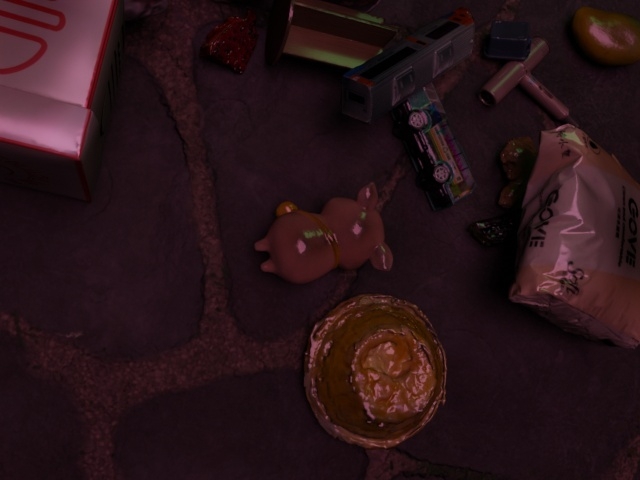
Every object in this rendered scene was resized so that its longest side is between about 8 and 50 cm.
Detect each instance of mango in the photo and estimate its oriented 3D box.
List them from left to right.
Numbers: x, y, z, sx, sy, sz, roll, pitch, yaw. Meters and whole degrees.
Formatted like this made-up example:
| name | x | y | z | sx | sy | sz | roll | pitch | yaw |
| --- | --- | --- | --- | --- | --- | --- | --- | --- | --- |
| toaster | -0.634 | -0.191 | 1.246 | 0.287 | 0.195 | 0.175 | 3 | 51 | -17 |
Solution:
| name | x | y | z | sx | sy | sz | roll | pitch | yaw |
| --- | --- | --- | --- | --- | --- | --- | --- | --- | --- |
| mango | 0.664 | -0.464 | 1.476 | 0.191 | 0.085 | 0.122 | 8 | 93 | -5 |

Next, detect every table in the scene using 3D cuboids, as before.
| name | x | y | z | sx | sy | sz | roll | pitch | yaw |
| --- | --- | --- | --- | --- | --- | --- | --- | --- | --- |
| table | 0.023 | -0.401 | 1.247 | 0.226 | 0.167 | 0.167 | 8 | 83 | -19 |

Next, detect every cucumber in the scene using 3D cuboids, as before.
| name | x | y | z | sx | sy | sz | roll | pitch | yaw |
| --- | --- | --- | --- | --- | --- | --- | --- | --- | --- |
| cucumber | 0.435 | -0.042 | 1.376 | 0.245 | 0.067 | 0.067 | -17 | 90 | -18 |

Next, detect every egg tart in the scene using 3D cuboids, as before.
| name | x | y | z | sx | sy | sz | roll | pitch | yaw |
| --- | --- | --- | --- | --- | --- | --- | --- | --- | --- |
| egg tart | 0.117 | 0.252 | 1.228 | 0.315 | 0.120 | 0.315 | 2 | 83 | -16 |

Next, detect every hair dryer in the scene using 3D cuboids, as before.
| name | x | y | z | sx | sy | sz | roll | pitch | yaw |
| --- | --- | --- | --- | --- | --- | --- | --- | --- | --- |
| hair dryer | 0.477 | -0.308 | 1.428 | 0.195 | 0.053 | 0.220 | -43 | 103 | -14 |

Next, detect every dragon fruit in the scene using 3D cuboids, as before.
| name | x | y | z | sx | sy | sz | roll | pitch | yaw |
| --- | --- | --- | --- | --- | --- | --- | --- | --- | --- |
| dragon fruit | -0.180 | -0.399 | 1.249 | 0.097 | 0.063 | 0.131 | 30 | 79 | -47 |

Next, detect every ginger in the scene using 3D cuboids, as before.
| name | x | y | z | sx | sy | sz | roll | pitch | yaw |
| --- | --- | --- | --- | --- | --- | --- | --- | --- | --- |
| ginger | 0.418 | -0.154 | 1.378 | 0.096 | 0.067 | 0.165 | 30 | 76 | -33 |

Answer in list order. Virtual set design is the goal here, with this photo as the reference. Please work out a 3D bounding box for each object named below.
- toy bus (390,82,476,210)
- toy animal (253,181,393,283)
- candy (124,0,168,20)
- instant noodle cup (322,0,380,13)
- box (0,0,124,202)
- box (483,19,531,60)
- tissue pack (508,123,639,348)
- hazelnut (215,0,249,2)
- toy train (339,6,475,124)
| name | x | y | z | sx | sy | sz | roll | pitch | yaw |
| --- | --- | --- | --- | --- | --- | --- | --- | --- | --- |
| toy bus | 0.228 | -0.196 | 1.321 | 0.109 | 0.091 | 0.262 | -25 | 93 | -23 |
| toy animal | -0.001 | -0.003 | 1.212 | 0.248 | 0.149 | 0.165 | -17 | 105 | -5 |
| candy | -0.348 | -0.513 | 1.108 | 0.157 | 0.214 | 0.289 | -20 | 62 | -19 |
| instant noodle cup | 0.069 | -0.578 | 1.250 | 0.217 | 0.207 | 0.217 | 2 | 84 | -17 |
| box | -0.488 | -0.259 | 1.006 | 0.312 | 0.314 | 0.300 | 12 | 79 | -14 |
| box | 0.406 | -0.436 | 1.385 | 0.099 | 0.054 | 0.074 | 9 | 64 | 13 |
| tissue pack | 0.540 | 0.003 | 1.312 | 0.390 | 0.195 | 0.375 | 23 | 75 | -34 |
| hazelnut | -0.166 | -0.559 | 1.187 | 0.261 | 0.241 | 0.261 | 9 | 53 | -13 |
| toy train | 0.196 | -0.353 | 1.259 | 0.089 | 0.086 | 0.409 | 30 | 51 | 30 |
